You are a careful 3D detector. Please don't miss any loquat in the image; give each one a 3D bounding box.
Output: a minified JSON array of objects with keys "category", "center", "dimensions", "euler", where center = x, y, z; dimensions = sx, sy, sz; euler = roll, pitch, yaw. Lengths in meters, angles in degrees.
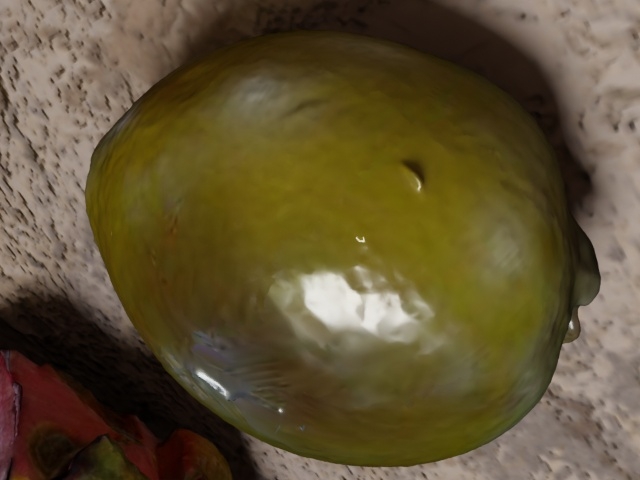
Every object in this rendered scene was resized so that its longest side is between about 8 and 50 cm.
[{"category":"loquat","center":[0.000,0.000,0.396],"dimensions":[0.195,0.152,0.152],"euler":[12,132,15]}]

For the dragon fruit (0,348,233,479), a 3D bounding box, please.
[{"category":"dragon fruit","center":[-0.145,0.241,0.631],"dimensions":[0.263,0.314,0.296],"euler":[32,168,-31]}]
